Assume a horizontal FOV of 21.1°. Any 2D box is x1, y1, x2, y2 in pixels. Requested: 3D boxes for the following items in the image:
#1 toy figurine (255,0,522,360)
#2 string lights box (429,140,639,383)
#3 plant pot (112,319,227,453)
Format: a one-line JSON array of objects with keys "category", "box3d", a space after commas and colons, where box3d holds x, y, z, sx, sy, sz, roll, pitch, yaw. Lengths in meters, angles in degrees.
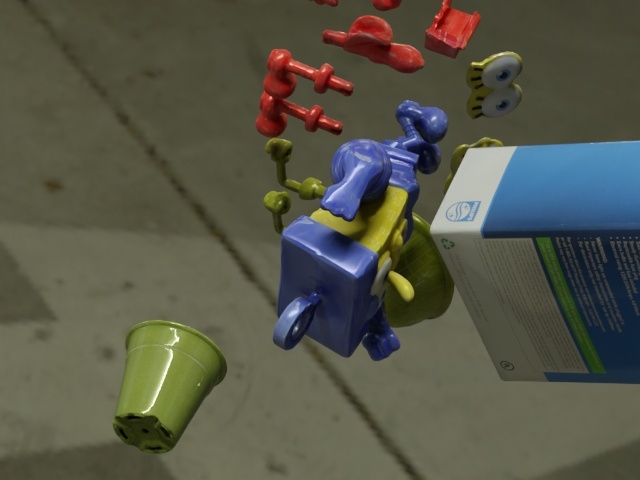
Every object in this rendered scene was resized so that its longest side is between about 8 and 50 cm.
[{"category": "toy figurine", "box3d": [0.000, 0.000, 1.245, 0.191, 0.362, 0.217, 24, 56, 10]}, {"category": "string lights box", "box3d": [0.208, 0.015, 0.970, 0.260, 0.133, 0.077, -1, 44, 32]}, {"category": "plant pot", "box3d": [-0.122, 0.117, 1.316, 0.083, 0.083, 0.079, 20, 49, -1]}]
